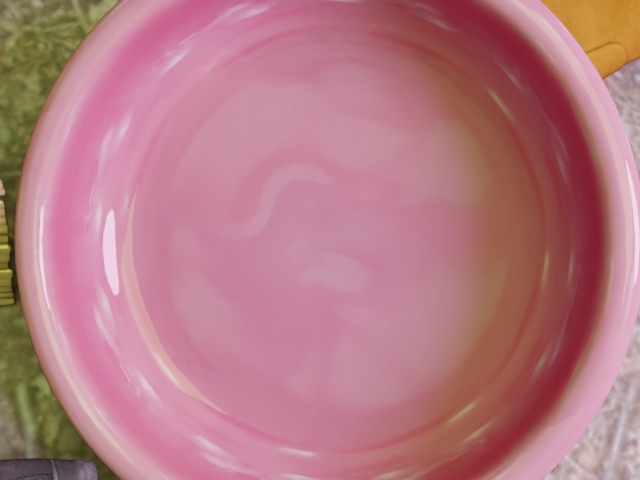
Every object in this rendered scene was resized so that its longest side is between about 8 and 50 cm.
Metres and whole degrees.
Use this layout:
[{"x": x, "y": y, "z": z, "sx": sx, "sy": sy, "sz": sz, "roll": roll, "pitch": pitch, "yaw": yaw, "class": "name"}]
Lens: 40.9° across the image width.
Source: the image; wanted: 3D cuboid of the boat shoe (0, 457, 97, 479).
[{"x": -0.152, "y": 0.260, "z": 0.424, "sx": 0.102, "sy": 0.108, "sz": 0.301, "roll": 4, "pitch": 79, "yaw": -29, "class": "boat shoe"}]

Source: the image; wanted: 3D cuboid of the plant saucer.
[{"x": 0.000, "y": 0.000, "z": 0.475, "sx": 0.332, "sy": 0.084, "sz": 0.331, "roll": 0, "pitch": 91, "yaw": 12, "class": "plant saucer"}]

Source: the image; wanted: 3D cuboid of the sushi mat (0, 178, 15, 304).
[{"x": -0.329, "y": -0.017, "z": 0.446, "sx": 0.317, "sy": 0.151, "sz": 0.019, "roll": -3, "pitch": 33, "yaw": -12, "class": "sushi mat"}]

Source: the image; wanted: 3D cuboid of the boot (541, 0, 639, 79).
[{"x": 0.170, "y": -0.123, "z": 0.583, "sx": 0.211, "sy": 0.104, "sz": 0.295, "roll": -12, "pitch": 76, "yaw": -15, "class": "boot"}]
